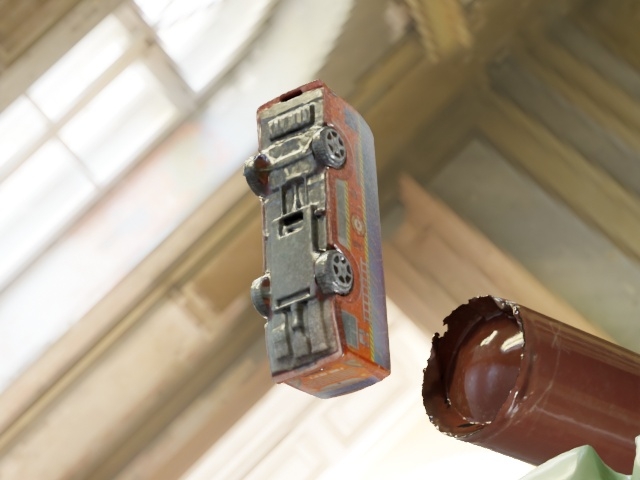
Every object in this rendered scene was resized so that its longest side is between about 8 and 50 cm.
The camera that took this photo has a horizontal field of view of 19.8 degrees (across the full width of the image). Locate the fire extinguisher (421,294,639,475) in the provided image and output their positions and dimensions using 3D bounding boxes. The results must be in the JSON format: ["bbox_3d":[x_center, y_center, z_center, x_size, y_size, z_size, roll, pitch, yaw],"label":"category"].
[{"bbox_3d":[0.218,0.139,1.353,0.337,0.106,0.147,23,-18,-33],"label":"fire extinguisher"}]

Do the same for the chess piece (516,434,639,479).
[{"bbox_3d":[0.161,0.215,0.692,0.299,0.194,0.194,56,-12,-27],"label":"chess piece"}]

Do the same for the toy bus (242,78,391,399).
[{"bbox_3d":[0.000,0.000,1.122,0.077,0.065,0.192,33,45,-46],"label":"toy bus"}]
